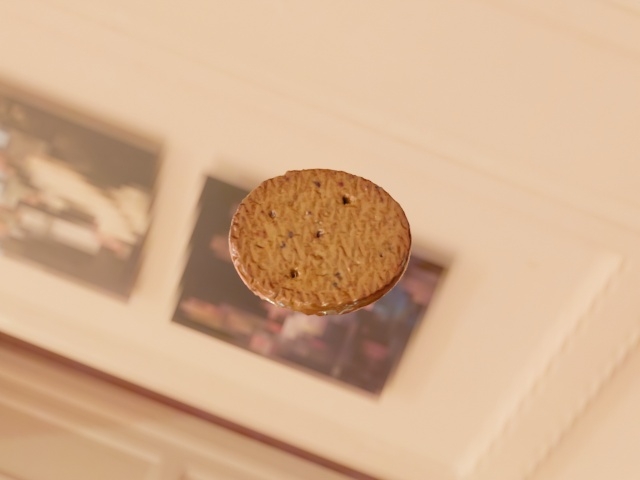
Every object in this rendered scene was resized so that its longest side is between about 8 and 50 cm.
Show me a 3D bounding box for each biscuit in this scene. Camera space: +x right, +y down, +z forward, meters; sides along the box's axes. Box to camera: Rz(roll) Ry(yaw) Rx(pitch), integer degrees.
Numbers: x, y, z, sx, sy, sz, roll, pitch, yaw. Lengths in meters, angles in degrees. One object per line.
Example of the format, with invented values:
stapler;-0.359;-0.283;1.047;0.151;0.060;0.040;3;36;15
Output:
biscuit;0.000;0.001;2.019;0.027;0.188;0.188;91;-164;-50
